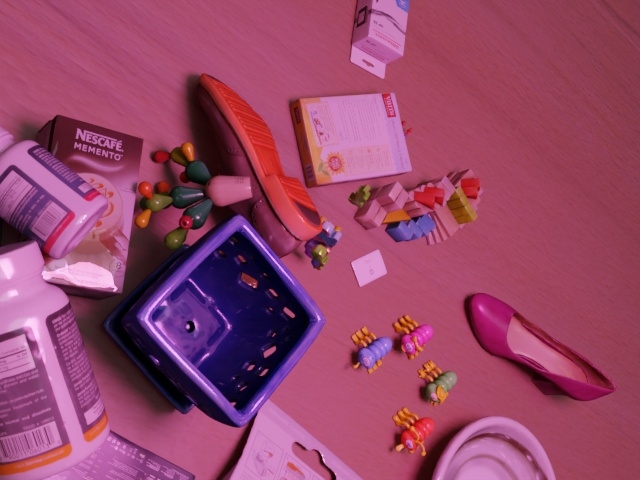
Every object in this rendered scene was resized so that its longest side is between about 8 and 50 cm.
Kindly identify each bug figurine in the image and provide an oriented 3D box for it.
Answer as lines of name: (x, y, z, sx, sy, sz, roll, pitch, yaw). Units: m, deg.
bug figurine: (0.181, 0.277, 1.489, 0.216, 0.072, 0.279, -36, 102, -37)

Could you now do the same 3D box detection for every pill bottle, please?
pill bottle: (-0.386, -0.069, 0.988, 0.180, 0.108, 0.108, 40, 58, -6)
pill bottle: (-0.384, 0.151, 0.947, 0.162, 0.162, 0.279, -23, 103, -38)

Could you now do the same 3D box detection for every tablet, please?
tablet: (0.100, 0.056, 1.514, 0.083, 0.006, 0.054, -24, 95, -38)

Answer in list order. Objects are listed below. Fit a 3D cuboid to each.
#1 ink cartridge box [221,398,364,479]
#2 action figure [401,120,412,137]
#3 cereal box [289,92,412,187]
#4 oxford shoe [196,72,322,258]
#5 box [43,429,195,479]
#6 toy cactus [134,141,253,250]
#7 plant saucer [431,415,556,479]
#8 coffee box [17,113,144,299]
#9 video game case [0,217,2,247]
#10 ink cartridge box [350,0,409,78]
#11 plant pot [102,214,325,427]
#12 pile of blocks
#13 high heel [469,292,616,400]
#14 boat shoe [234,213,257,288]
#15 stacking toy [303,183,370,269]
ink cartridge box: (-0.078, 0.511, 1.257, 0.308, 0.091, 0.385, 45, 40, -21)
action figure: (0.154, -0.208, 1.597, 0.038, 0.030, 0.115, 48, 61, -13)
cereal box: (0.065, -0.205, 1.503, 0.240, 0.047, 0.173, -10, 86, -33)
oxford shoe: (-0.141, -0.130, 1.276, 0.130, 0.132, 0.364, 14, 42, -61)
box: (-0.320, 0.382, 1.087, 0.232, 0.059, 0.184, 37, 58, -25)
toy cactus: (-0.201, -0.083, 1.184, 0.219, 0.180, 0.112, -97, 179, -51)
plant saucer: (0.337, 0.566, 1.531, 0.400, 0.100, 0.401, 9, 74, -36)
coffee box: (-0.364, -0.046, 1.119, 0.141, 0.098, 0.247, 13, 73, -34)
video game case: (-0.488, 0.037, 0.975, 0.196, 0.026, 0.275, 49, 40, -75)
ink cartridge box: (0.130, -0.456, 1.610, 0.104, 0.060, 0.180, 19, 69, -34)
plant pot: (-0.176, 0.130, 1.155, 0.236, 0.212, 0.236, 52, 54, -17)
pile of blocks: (0.243, -0.066, 1.583, 0.362, 0.112, 0.149, -14, 89, -38)
high heel: (0.500, 0.231, 1.673, 0.377, 0.181, 0.127, 39, 60, -25)
boat shoe: (-0.137, 0.023, 1.306, 0.063, 0.059, 0.170, 16, 50, -27)
stacking toy: (0.000, 0.000, 1.321, 0.052, 0.221, 0.167, 35, 61, -3)
